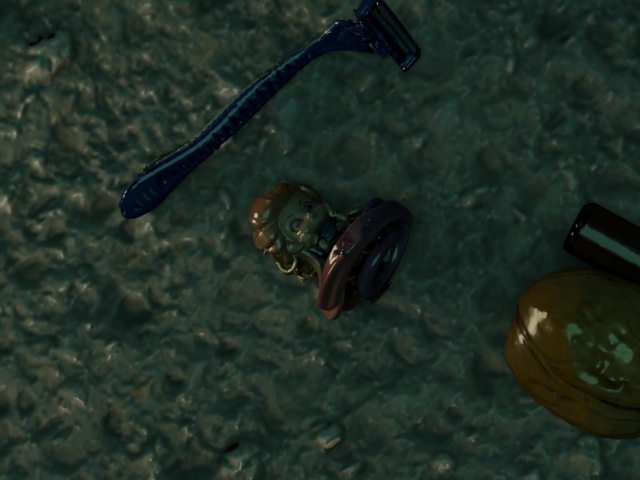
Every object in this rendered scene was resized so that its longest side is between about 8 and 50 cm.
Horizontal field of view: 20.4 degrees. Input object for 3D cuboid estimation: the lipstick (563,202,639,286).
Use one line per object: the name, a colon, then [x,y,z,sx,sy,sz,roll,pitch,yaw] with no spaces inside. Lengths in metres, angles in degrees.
lipstick: [0.389,0.070,1.633,0.356,0.057,0.057,29,96,4]

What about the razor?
razor: [-0.062,-0.124,1.685,0.324,0.093,0.056,-33,49,11]

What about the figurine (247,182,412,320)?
figurine: [0.006,0.006,1.662,0.157,0.114,0.126,11,61,34]

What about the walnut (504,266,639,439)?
walnut: [0.254,0.104,1.614,0.180,0.144,0.144,23,96,2]
